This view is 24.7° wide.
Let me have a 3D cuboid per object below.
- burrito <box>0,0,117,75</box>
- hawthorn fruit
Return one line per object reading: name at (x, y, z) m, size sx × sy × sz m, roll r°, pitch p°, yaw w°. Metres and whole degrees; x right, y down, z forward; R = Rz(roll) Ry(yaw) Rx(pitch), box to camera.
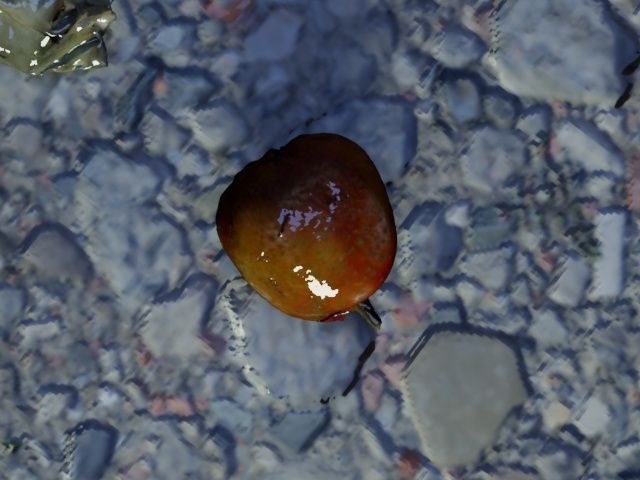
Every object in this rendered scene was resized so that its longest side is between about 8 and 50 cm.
burrito at (-0.165, -0.126, 0.593) m, size 0.188 × 0.045 × 0.058 m, roll 31°, pitch 111°, yaw -4°
hawthorn fruit at (-0.003, -0.005, 0.587) m, size 0.077 × 0.077 × 0.077 m, roll 0°, pitch 88°, yaw -4°
